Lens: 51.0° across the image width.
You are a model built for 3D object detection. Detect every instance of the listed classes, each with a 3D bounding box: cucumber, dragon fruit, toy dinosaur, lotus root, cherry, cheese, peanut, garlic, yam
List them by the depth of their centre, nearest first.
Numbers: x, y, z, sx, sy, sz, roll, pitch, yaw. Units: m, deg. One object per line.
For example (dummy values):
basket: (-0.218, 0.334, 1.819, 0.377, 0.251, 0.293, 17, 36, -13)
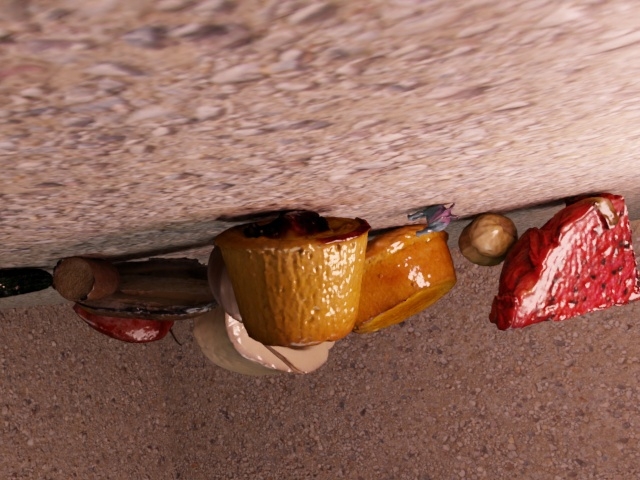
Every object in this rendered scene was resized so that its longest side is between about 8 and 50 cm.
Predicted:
garlic: (-0.081, 0.079, 1.100, 0.207, 0.257, 0.207, -14, 140, -12)
toy dinosaur: (0.188, -0.037, 1.105, 0.080, 0.045, 0.197, -22, 179, 15)
yam: (-0.408, 0.068, 1.185, 0.084, 0.084, 0.127, -8, 178, 7)
cucumber: (-0.568, 0.078, 1.190, 0.058, 0.052, 0.214, -23, 168, 34)
dragon fruit: (0.463, 0.068, 1.273, 0.330, 0.302, 0.240, -33, -131, -22)
lotus root: (-0.307, 0.106, 1.283, 0.329, 0.078, 0.167, 3, -143, 23)
peanut: (0.354, -0.002, 1.425, 0.120, 0.110, 0.236, 14, 179, 13)
cheese: (-0.120, 0.153, 1.505, 0.153, 0.292, 0.332, -11, 163, 40)
cherry: (-0.453, 0.155, 1.585, 0.249, 0.192, 0.175, 1, 137, -23)

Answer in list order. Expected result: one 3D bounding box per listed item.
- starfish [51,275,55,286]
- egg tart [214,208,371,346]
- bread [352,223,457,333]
starfish: (-0.507, 0.074, 1.319, 0.130, 0.041, 0.133, -12, 174, 32)
egg tart: (-0.034, 0.042, 0.914, 0.215, 0.171, 0.215, -3, -169, 1)
bread: (0.157, 0.086, 1.492, 0.312, 0.172, 0.312, -22, 163, -7)
